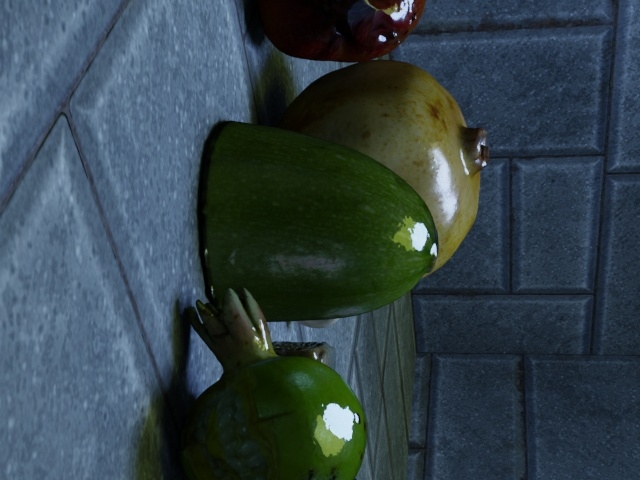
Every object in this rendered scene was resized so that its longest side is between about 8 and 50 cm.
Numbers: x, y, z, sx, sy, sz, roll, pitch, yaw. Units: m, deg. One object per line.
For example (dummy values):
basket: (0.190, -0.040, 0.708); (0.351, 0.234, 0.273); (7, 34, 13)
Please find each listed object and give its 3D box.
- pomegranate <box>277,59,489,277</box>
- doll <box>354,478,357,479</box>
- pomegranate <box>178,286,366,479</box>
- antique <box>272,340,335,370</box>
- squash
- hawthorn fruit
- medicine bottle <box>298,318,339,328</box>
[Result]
pomegranate: (0.112, -0.117, 1.717); (0.416, 0.416, 0.417); (0, 90, -79)
doll: (-0.004, 0.518, 1.784); (0.135, 0.143, 0.234); (-25, 117, -46)
pomegranate: (-0.073, 0.206, 1.223); (0.236, 0.235, 0.302); (51, 18, -73)
antique: (-0.044, 0.308, 1.571); (0.150, 0.125, 0.284); (-7, 96, -79)
squash: (0.013, -0.029, 1.407); (0.310, 0.308, 0.311); (-1, 90, -78)
hawthorn fruit: (0.021, -0.437, 1.589); (0.311, 0.295, 0.295); (55, -13, 36)
medicine bottle: (0.006, 0.057, 1.889); (0.252, 0.114, 0.114); (-75, 161, -57)
